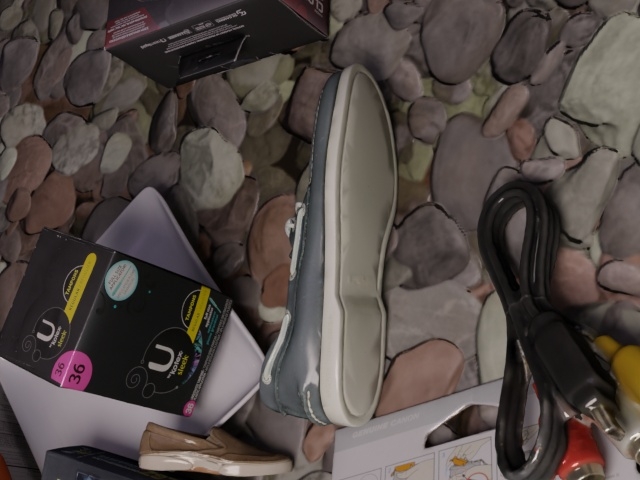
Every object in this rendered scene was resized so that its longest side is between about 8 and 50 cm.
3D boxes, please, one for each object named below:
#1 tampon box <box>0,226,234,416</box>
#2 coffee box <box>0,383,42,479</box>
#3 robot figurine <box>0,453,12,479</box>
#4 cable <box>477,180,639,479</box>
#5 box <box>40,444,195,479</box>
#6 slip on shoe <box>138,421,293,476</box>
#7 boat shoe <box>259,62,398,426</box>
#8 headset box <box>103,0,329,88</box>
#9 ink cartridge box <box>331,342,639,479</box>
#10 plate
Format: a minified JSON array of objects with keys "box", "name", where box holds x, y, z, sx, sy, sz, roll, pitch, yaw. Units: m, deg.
[{"box":[-0.179,0.074,0.935,0.101,0.161,0.120,16,84,38],"name":"tampon box"},{"box":[-0.356,0.264,1.092,0.141,0.098,0.246,-47,53,13],"name":"coffee box"},{"box":[-0.321,0.264,0.925,0.158,0.128,0.219,-44,51,10],"name":"robot figurine"},{"box":[0.172,0.077,0.789,0.139,0.072,0.287,-47,31,21],"name":"cable"},{"box":[-0.180,0.317,0.934,0.183,0.059,0.233,9,89,28],"name":"box"},{"box":[-0.091,0.184,0.928,0.135,0.051,0.041,3,80,3],"name":"slip on shoe"},{"box":[0.000,0.000,0.920,0.099,0.116,0.319,-4,77,31],"name":"boat shoe"},{"box":[-0.105,-0.306,1.105,0.218,0.110,0.293,-11,68,32],"name":"headset box"},{"box":[0.122,0.222,0.790,0.275,0.060,0.239,-22,37,28],"name":"ink cartridge box"},{"box":[-0.191,0.129,1.055,0.278,0.045,0.277,-47,53,13],"name":"plate"}]
